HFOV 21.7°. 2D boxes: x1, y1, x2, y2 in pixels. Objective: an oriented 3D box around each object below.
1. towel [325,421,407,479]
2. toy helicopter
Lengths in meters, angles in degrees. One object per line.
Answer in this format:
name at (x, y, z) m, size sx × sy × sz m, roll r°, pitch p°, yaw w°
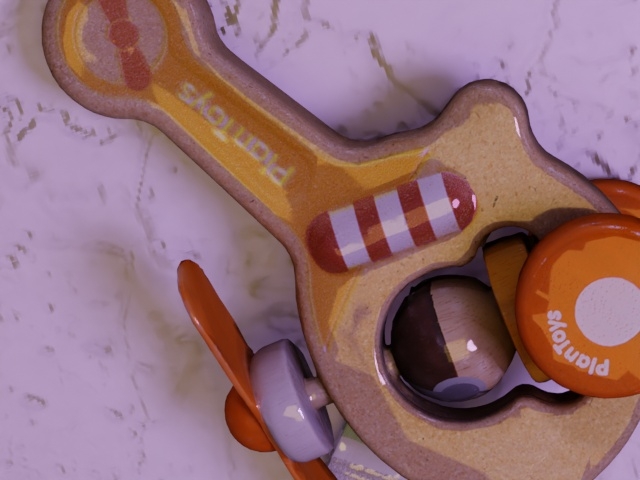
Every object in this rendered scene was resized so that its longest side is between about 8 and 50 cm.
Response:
towel at (0.044, 0.159, 0.922) m, size 0.113 × 0.023 × 0.152 m, roll 21°, pitch 105°, yaw -10°
toy helicopter at (0.000, 0.000, 0.823) m, size 0.355 × 0.140 × 0.235 m, roll 40°, pitch 104°, yaw 0°
